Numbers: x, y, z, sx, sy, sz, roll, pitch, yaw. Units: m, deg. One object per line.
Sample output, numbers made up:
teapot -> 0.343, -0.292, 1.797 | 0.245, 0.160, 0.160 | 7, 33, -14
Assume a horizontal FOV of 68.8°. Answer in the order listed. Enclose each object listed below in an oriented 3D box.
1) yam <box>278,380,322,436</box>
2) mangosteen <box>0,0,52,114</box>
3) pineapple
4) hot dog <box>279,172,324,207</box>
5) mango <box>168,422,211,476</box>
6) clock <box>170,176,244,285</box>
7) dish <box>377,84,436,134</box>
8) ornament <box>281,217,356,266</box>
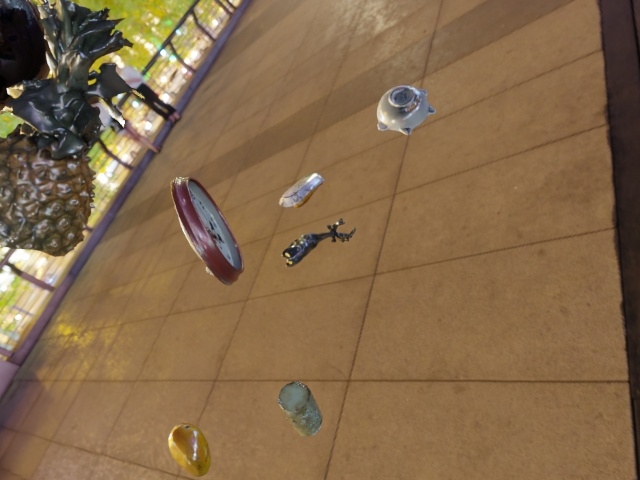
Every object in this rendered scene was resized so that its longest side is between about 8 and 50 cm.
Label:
yam -> -0.057, 0.534, 1.463 | 0.108, 0.194, 0.107 | -11, 41, 10
mangosteen -> -0.475, -0.263, 0.600 | 0.243, 0.243, 0.242 | -33, 35, 27
pineapple -> -0.256, -0.108, 0.459 | 0.125, 0.125, 0.251 | 40, 110, 59
hot dog -> -0.060, -0.169, 1.579 | 0.108, 0.059, 0.191 | 2, 36, 38
mango -> -0.382, 0.619, 1.384 | 0.115, 0.165, 0.089 | -44, -11, 27
clock -> -0.307, -0.024, 1.245 | 0.080, 0.318, 0.318 | -29, 33, 1
dish -> 0.326, -0.526, 1.800 | 0.228, 0.086, 0.236 | 20, 71, 22
ornament -> 0.000, 0.000, 1.592 | 0.236, 0.080, 0.202 | -19, 13, 35
